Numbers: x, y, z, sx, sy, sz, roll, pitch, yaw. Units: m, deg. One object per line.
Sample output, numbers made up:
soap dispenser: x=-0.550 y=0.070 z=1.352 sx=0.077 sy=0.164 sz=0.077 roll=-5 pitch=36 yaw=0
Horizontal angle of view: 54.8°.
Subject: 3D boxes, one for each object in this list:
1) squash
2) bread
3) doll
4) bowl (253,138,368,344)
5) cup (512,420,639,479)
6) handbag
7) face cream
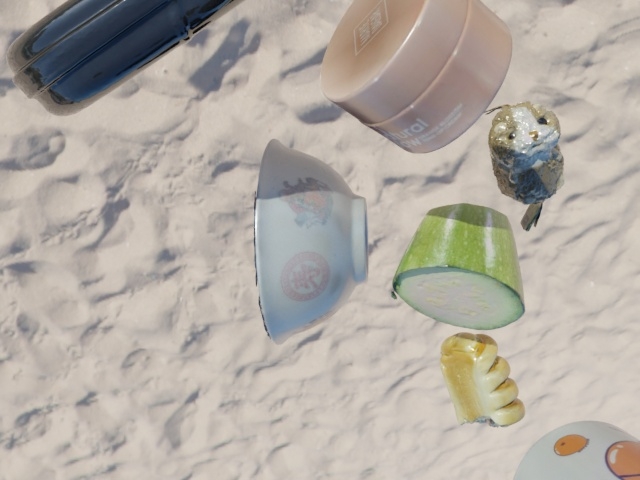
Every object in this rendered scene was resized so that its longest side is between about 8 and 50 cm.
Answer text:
squash: x=0.181 y=0.032 z=0.803 sx=0.170 sy=0.123 sz=0.170 roll=10 pitch=155 yaw=4
bread: x=0.262 y=0.230 z=1.000 sx=0.084 sy=0.119 sz=0.177 roll=-22 pitch=93 yaw=-31
doll: x=0.318 y=-0.115 z=0.940 sx=0.105 sy=0.115 sz=0.221 roll=-34 pitch=129 yaw=-1
bowl: x=0.000 y=0.000 z=1.033 sx=0.157 sy=0.345 sz=0.345 roll=-2 pitch=129 yaw=6
cup: x=0.377 y=0.360 z=0.683 sx=0.212 sy=0.317 sz=0.212 roll=-1 pitch=95 yaw=-8
handbag: x=-0.200 y=-0.249 z=0.695 sx=0.308 sy=0.254 sz=0.093 roll=-30 pitch=111 yaw=8
face cream: x=0.084 y=-0.168 z=0.566 sx=0.104 sy=0.149 sz=0.149 roll=27 pitch=117 yaw=-29
